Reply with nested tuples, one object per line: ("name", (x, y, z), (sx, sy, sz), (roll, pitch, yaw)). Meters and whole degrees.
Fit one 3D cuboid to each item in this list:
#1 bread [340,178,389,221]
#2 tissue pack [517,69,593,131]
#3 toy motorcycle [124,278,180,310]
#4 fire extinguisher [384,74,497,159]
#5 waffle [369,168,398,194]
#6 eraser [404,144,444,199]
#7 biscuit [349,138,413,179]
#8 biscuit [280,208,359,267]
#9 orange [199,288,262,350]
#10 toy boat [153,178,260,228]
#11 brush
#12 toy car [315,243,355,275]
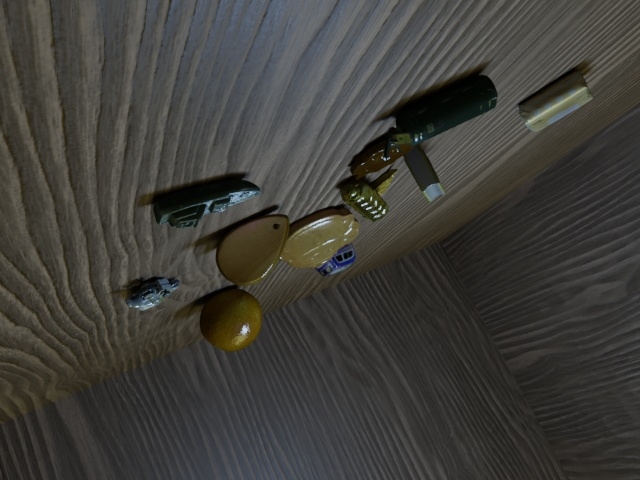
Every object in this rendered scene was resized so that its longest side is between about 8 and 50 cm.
("bread", (0.145, -0.134, 1.841), (0.087, 0.098, 0.269), (-64, 154, -2))
("tissue pack", (0.780, -0.459, 1.853), (0.222, 0.090, 0.186), (-33, 164, 26))
("toy motorcycle", (-0.551, 0.177, 1.802), (0.151, 0.074, 0.228), (-34, 176, 12))
("fire extinguisher", (0.292, -0.311, 1.415), (0.311, 0.115, 0.095), (-24, -147, -7))
("waffle", (0.238, -0.205, 1.925), (0.125, 0.032, 0.191), (-12, 163, -43))
("eraser", (0.327, -0.217, 1.765), (0.069, 0.158, 0.226), (-27, 169, 13))
("biscuit", (0.168, -0.243, 1.621), (0.182, 0.034, 0.215), (-12, 164, -46))
("biscuit", (0.000, 0.000, 2.061), (0.312, 0.057, 0.351), (-32, 153, 7))
("orange", (-0.384, 0.341, 2.408), (0.274, 0.274, 0.274), (-25, 168, -6))
("toy boat", (-0.251, -0.085, 1.280), (0.260, 0.085, 0.078), (-19, 165, -32))
("brush", (-0.196, 0.020, 1.708), (0.266, 0.174, 0.166), (-42, -178, -3))
("toy car", (0.032, 0.063, 2.333), (0.235, 0.158, 0.172), (-13, 163, -41))
